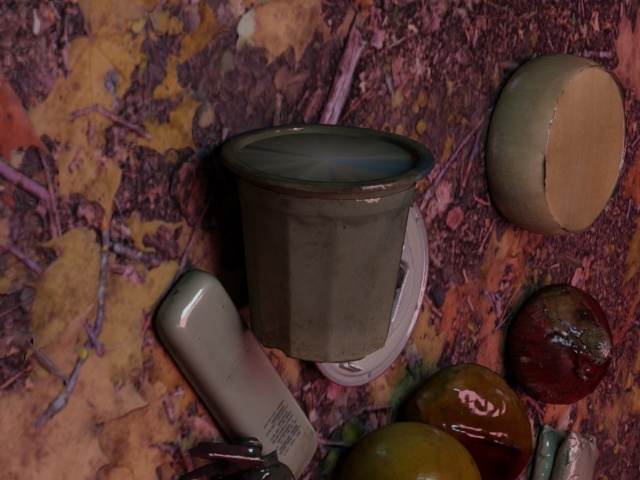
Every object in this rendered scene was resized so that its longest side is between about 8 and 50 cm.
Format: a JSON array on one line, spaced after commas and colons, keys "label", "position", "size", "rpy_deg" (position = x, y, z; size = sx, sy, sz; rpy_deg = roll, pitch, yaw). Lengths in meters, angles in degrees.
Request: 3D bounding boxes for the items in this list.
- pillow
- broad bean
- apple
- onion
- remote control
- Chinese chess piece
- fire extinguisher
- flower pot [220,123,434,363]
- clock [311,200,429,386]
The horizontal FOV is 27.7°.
[{"label": "pillow", "position": [0.369, 0.379, 1.985], "size": [0.134, 0.078, 0.181], "rpy_deg": [23, 81, -53]}, {"label": "broad bean", "position": [0.189, 0.241, 1.675], "size": [0.228, 0.156, 0.122], "rpy_deg": [50, 18, -39]}, {"label": "apple", "position": [0.109, 0.304, 1.534], "size": [0.182, 0.155, 0.182], "rpy_deg": [-9, 116, -18]}, {"label": "onion", "position": [0.359, 0.152, 1.858], "size": [0.184, 0.147, 0.184], "rpy_deg": [-4, 96, -39]}, {"label": "remote control", "position": [-0.081, 0.154, 1.360], "size": [0.090, 0.038, 0.309], "rpy_deg": [-55, 137, -27]}, {"label": "Chinese chess piece", "position": [0.326, -0.130, 1.778], "size": [0.250, 0.103, 0.249], "rpy_deg": [-18, 113, -49]}, {"label": "fire extinguisher", "position": [-0.067, 0.290, 1.369], "size": [0.106, 0.075, 0.252], "rpy_deg": [-33, 134, -17]}, {"label": "flower pot", "position": [0.000, 0.000, 1.307], "size": [0.212, 0.212, 0.202], "rpy_deg": [-25, 127, -48]}, {"label": "clock", "position": [0.054, 0.051, 1.500], "size": [0.244, 0.056, 0.244], "rpy_deg": [-16, 111, -51]}]
